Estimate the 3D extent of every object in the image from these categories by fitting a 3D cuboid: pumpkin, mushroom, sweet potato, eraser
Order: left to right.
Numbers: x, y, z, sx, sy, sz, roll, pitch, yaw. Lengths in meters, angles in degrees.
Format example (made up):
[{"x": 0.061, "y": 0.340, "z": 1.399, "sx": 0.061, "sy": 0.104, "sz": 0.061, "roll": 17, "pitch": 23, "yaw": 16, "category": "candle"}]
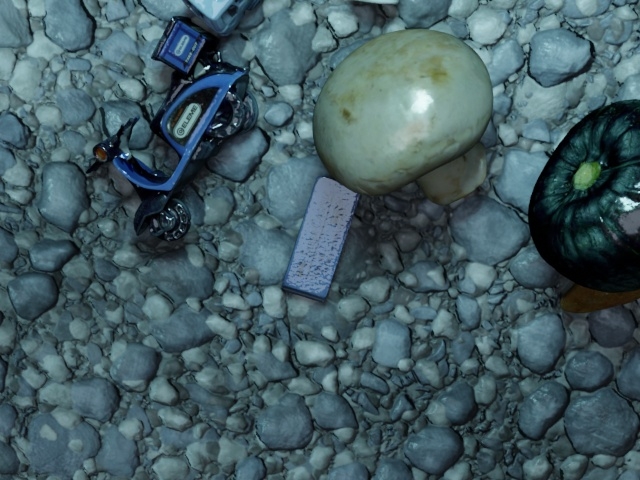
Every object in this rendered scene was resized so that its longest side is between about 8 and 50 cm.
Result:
[{"x": 0.000, "y": 0.000, "z": 1.924, "sx": 0.082, "sy": 0.036, "sz": 0.225, "roll": 19, "pitch": 105, "yaw": 0, "category": "eraser"}, {"x": 0.145, "y": -0.171, "z": 1.753, "sx": 0.297, "sy": 0.297, "sz": 0.290, "roll": -28, "pitch": 122, "yaw": 12, "category": "mushroom"}, {"x": 0.514, "y": 0.055, "z": 1.859, "sx": 0.252, "sy": 0.097, "sz": 0.097, "roll": -29, "pitch": 99, "yaw": 17, "category": "sweet potato"}, {"x": 0.483, "y": -0.065, "z": 1.731, "sx": 0.238, "sy": 0.315, "sz": 0.315, "roll": 26, "pitch": 107, "yaw": -23, "category": "pumpkin"}]

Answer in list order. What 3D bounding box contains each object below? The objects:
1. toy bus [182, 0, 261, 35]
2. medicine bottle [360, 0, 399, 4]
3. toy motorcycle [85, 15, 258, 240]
[{"x": -0.091, "y": -0.472, "z": 1.763, "sx": 0.109, "sy": 0.136, "sz": 0.329, "roll": 41, "pitch": 104, "yaw": -2, "category": "toy bus"}, {"x": 0.094, "y": -0.469, "z": 1.770, "sx": 0.086, "sy": 0.086, "sz": 0.183, "roll": 8, "pitch": 105, "yaw": 4, "category": "medicine bottle"}, {"x": -0.250, "y": -0.176, "z": 1.870, "sx": 0.212, "sy": 0.125, "sz": 0.358, "roll": 33, "pitch": 103, "yaw": 6, "category": "toy motorcycle"}]
